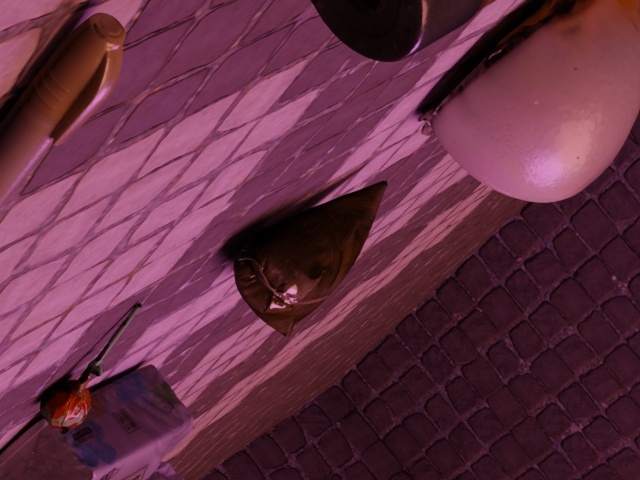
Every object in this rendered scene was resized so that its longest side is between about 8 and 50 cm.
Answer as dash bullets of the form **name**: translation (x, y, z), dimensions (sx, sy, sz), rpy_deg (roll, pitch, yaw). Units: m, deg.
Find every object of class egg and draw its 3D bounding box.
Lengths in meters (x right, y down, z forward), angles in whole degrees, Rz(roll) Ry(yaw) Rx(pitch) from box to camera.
- **egg**: translation (0.264, -0.156, 1.990), dimensions (0.286, 0.174, 0.264), rpy_deg (-41, 176, -10)

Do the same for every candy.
- **candy**: translation (-0.224, 0.124, 1.870), dimensions (0.185, 0.049, 0.055), rpy_deg (-51, -163, 31)

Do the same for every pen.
- **pen**: translation (-0.172, -0.050, 1.074), dimensions (0.032, 0.040, 0.233), rpy_deg (-28, 166, -49)

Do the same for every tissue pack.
- **tissue pack**: translation (-0.250, 0.259, 2.083), dimensions (0.159, 0.145, 0.229), rpy_deg (-42, 171, 26)

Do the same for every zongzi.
- **zongzi**: translation (-0.001, -0.001, 1.953), dimensions (0.204, 0.094, 0.205), rpy_deg (-42, 172, -3)

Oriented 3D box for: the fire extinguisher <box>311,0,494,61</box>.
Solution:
- **fire extinguisher**: translation (0.164, -0.256, 1.170), dimensions (0.376, 0.113, 0.200), rpy_deg (-34, 170, -32)
